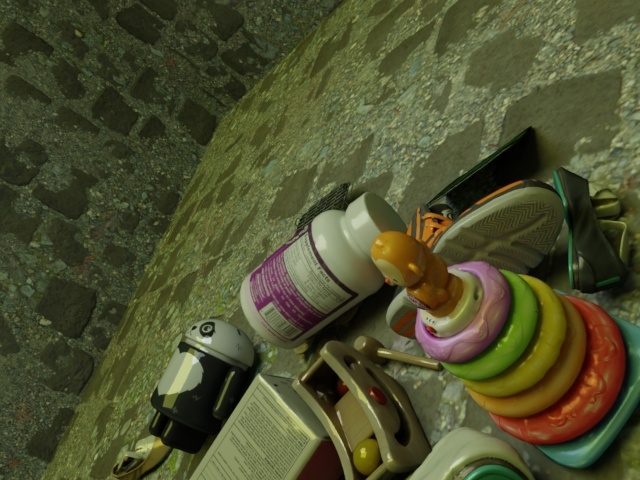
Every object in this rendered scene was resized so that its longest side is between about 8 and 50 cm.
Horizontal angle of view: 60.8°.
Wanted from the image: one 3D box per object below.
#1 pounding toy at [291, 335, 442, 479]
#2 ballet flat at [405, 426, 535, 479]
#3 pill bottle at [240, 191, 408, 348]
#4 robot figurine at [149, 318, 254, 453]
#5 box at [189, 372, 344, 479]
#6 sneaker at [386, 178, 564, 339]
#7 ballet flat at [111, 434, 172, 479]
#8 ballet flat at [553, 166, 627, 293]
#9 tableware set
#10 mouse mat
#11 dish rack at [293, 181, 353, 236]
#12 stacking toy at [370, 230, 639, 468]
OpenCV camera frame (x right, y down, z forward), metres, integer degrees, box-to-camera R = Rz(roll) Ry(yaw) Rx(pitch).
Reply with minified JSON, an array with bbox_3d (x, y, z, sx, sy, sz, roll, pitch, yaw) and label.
[{"bbox_3d":[0.070,0.199,0.736,0.155,0.154,0.269,-50,26,15],"label":"pounding toy"},{"bbox_3d":[0.074,0.366,0.593,0.400,0.139,0.139,-51,25,4],"label":"ballet flat"},{"bbox_3d":[0.010,0.052,0.970,0.301,0.169,0.169,-39,30,26],"label":"pill bottle"},{"bbox_3d":[-0.259,0.307,1.185,0.174,0.209,0.278,75,-141,-70],"label":"robot figurine"},{"bbox_3d":[-0.072,0.337,0.803,0.148,0.126,0.232,36,95,38],"label":"box"},{"bbox_3d":[0.190,-0.009,0.757,0.321,0.124,0.180,-50,21,44],"label":"sneaker"},{"bbox_3d":[-0.452,0.547,1.381,0.232,0.073,0.080,-46,27,22],"label":"ballet flat"},{"bbox_3d":[0.323,-0.019,0.649,0.074,0.074,0.203,-36,26,38],"label":"ballet flat"},{"bbox_3d":[0.012,0.163,1.049,0.169,0.020,0.141,-59,27,-8],"label":"tableware set"},{"bbox_3d":[0.246,-0.114,0.869,0.189,0.007,0.152,-37,-1,34],"label":"mouse mat"},{"bbox_3d":[0.000,0.000,1.204,0.208,0.074,0.272,-32,30,40],"label":"dish rack"},{"bbox_3d":[0.161,0.080,0.533,0.166,0.301,0.175,-56,25,1],"label":"stacking toy"}]
